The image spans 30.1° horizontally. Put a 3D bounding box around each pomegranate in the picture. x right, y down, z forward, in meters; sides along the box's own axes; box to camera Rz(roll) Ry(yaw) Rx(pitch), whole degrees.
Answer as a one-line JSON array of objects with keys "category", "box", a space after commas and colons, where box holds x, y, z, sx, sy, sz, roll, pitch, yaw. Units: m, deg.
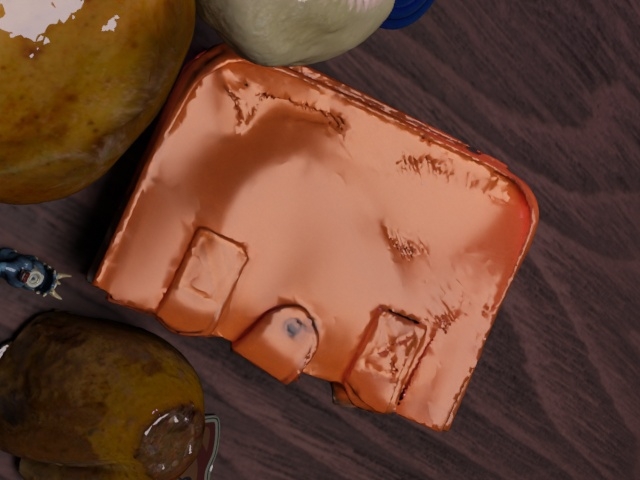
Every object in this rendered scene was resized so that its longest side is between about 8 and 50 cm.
[{"category": "pomegranate", "box": [-0.242, -0.173, 0.923, 0.307, 0.307, 0.307, -19, 119, -39]}]

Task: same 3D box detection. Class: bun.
[{"category": "bun", "box": [-0.041, -0.269, 1.031, 0.259, 0.160, 0.259, 2, 87, -54]}]

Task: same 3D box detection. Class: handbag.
[{"category": "handbag", "box": [0.000, 0.000, 1.221, 0.410, 0.116, 0.303, 25, 86, -18]}]

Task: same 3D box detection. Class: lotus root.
[{"category": "lotus root", "box": [-0.205, 0.184, 1.171, 0.188, 0.180, 0.199, 9, 99, -50]}]

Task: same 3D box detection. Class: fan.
[{"category": "fan", "box": [-0.181, 0.294, 1.357, 0.132, 0.009, 0.220, 9, 99, -43]}]

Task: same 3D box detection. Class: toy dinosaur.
[{"category": "toy dinosaur", "box": [-0.277, 0.032, 1.128, 0.083, 0.047, 0.030, 23, 91, -48]}]

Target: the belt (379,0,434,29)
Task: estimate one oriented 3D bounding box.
[{"category": "belt", "box": [0.026, -0.383, 1.207, 0.212, 0.117, 0.347, -41, 131, -22]}]
